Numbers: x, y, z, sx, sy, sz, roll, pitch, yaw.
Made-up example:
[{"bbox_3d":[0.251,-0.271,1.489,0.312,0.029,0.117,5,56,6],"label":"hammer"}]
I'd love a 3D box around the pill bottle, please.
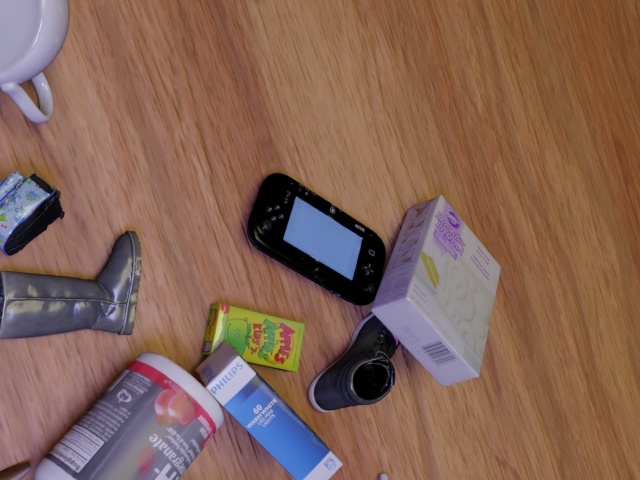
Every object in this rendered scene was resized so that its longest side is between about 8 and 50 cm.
[{"bbox_3d":[-0.307,0.338,1.064,0.176,0.176,0.318,50,59,-18],"label":"pill bottle"}]

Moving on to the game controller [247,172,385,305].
[{"bbox_3d":[0.000,0.000,1.394,0.319,0.067,0.166,32,66,-27],"label":"game controller"}]

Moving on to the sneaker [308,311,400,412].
[{"bbox_3d":[0.117,0.227,1.391,0.296,0.147,0.104,-42,105,-33],"label":"sneaker"}]

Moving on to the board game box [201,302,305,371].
[{"bbox_3d":[-0.120,0.179,1.297,0.181,0.043,0.092,18,73,-31],"label":"board game box"}]

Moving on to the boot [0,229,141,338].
[{"bbox_3d":[-0.394,0.065,1.119,0.208,0.076,0.189,8,76,-27],"label":"boot"}]

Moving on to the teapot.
[{"bbox_3d":[-0.478,-0.341,1.051,0.252,0.187,0.256,28,101,-7],"label":"teapot"}]

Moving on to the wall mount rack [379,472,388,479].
[{"bbox_3d":[0.022,0.542,1.297,0.350,0.130,0.304,36,68,-25],"label":"wall mount rack"}]

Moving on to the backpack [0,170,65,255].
[{"bbox_3d":[-0.456,-0.040,1.067,0.084,0.105,0.114,36,65,0],"label":"backpack"}]

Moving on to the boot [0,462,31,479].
[{"bbox_3d":[-0.469,0.389,1.032,0.118,0.042,0.087,-22,102,-34],"label":"boot"}]

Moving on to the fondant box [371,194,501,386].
[{"bbox_3d":[0.252,0.097,1.477,0.238,0.096,0.330,47,40,-20],"label":"fondant box"}]

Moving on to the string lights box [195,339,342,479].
[{"bbox_3d":[-0.089,0.294,1.189,0.077,0.133,0.259,-44,104,-10],"label":"string lights box"}]
